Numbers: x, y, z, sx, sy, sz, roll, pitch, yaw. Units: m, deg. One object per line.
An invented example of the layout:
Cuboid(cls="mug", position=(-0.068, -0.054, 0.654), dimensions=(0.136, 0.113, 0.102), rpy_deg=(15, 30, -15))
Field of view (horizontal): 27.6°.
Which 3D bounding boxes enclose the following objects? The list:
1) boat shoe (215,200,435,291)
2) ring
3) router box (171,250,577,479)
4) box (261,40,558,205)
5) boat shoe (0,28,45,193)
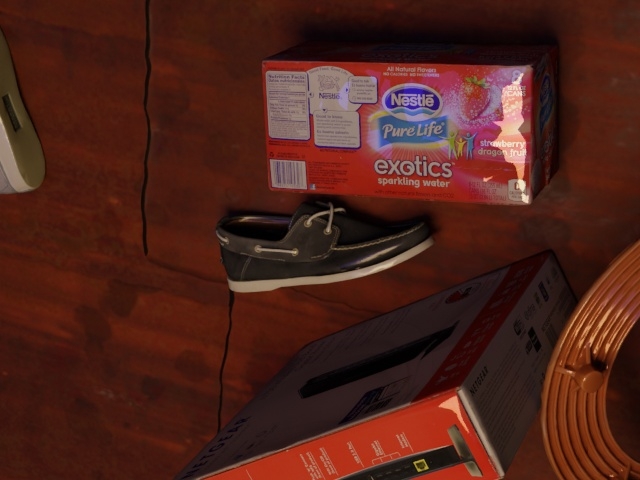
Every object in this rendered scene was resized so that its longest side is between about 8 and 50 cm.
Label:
Cuboid(cls="boat shoe", position=(0.000, 0.000, 1.305), dimensions=(0.233, 0.084, 0.079), rpy_deg=(-6, 105, 27))
Cuboid(cls="ring", position=(0.344, 0.111, 1.110), dimensions=(0.336, 0.032, 0.337), rpy_deg=(-9, 118, -16))
Cuboid(cls="router box", position=(0.060, 0.147, 1.186), dimensions=(0.301, 0.335, 0.082), rpy_deg=(-23, 98, 27))
Cuboid(cls="box", position=(0.086, -0.114, 1.209), dimensions=(0.256, 0.122, 0.128), rpy_deg=(4, 109, 21))
Cuboid(cls="boat shoe", position=(-0.374, -0.154, 1.411), dimensions=(0.081, 0.079, 0.228), rpy_deg=(-11, 106, 21))
